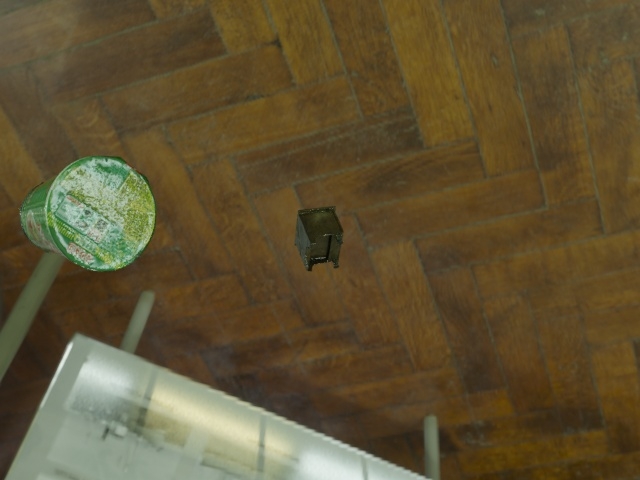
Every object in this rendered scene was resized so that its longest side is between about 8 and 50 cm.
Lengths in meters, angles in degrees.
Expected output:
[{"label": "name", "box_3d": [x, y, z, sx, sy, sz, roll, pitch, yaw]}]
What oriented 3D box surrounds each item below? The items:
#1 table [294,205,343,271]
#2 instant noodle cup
[{"label": "table", "box_3d": [0.000, 0.000, 1.478, 0.070, 0.082, 0.083, -7, 135, -16]}, {"label": "instant noodle cup", "box_3d": [-0.442, -0.048, 1.543, 0.207, 0.207, 0.233, 49, 153, -25]}]
